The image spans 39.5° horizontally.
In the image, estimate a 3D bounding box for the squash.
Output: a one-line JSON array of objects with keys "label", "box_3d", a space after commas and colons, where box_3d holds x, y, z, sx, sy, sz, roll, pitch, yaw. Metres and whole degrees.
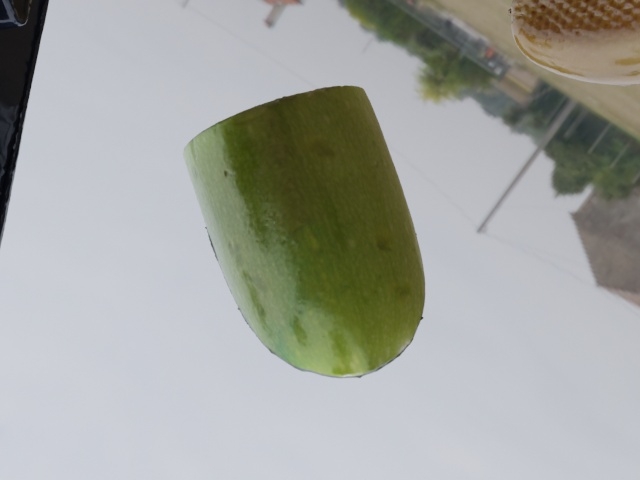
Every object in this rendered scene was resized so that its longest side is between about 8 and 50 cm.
[{"label": "squash", "box_3d": [0.000, 0.000, 1.021, 0.210, 0.233, 0.309, 147, 103, -79]}]

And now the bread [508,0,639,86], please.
[{"label": "bread", "box_3d": [0.225, -0.168, 0.639, 0.077, 0.114, 0.189, -1, -174, -38]}]

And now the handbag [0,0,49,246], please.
[{"label": "handbag", "box_3d": [-0.403, -0.134, 0.740, 0.303, 0.329, 0.122, 18, -163, 5]}]
